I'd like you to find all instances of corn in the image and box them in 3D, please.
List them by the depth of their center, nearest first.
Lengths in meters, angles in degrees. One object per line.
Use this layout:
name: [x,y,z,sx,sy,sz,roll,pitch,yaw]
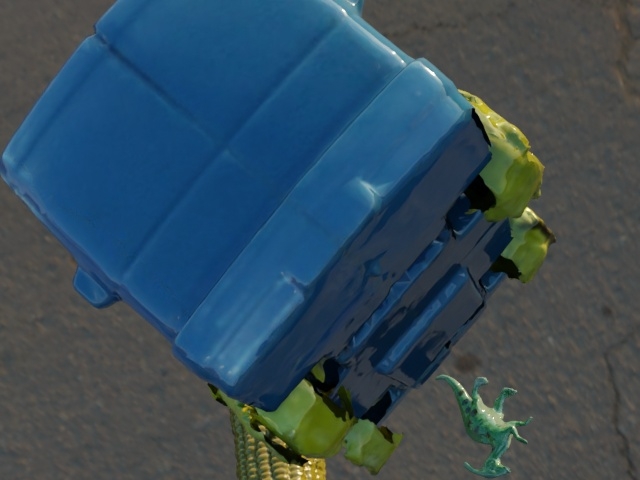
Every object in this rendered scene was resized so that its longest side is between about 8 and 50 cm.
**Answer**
corn: [-0.035,0.176,1.123,0.080,0.080,0.238,-20,52,13]

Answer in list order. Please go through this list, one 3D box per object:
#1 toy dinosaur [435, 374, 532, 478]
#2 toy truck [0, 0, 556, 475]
toy dinosaur: [0.100,0.119,0.846,0.083,0.021,0.062,4,65,43]
toy truck: [0.000,0.000,0.615,0.162,0.385,0.161,40,90,13]
